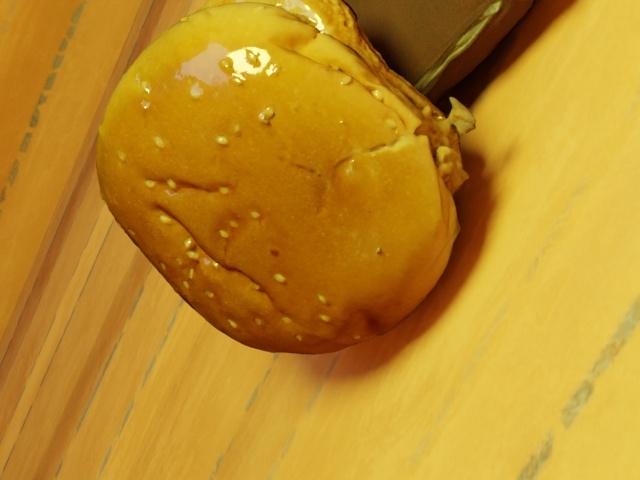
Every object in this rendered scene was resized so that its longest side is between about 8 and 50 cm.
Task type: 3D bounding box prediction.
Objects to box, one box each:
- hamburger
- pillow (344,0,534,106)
[{"bbox_3d":[-0.028,-0.050,0.968,0.314,0.290,0.170,-40,9,46],"label":"hamburger"},{"bbox_3d":[0.091,-0.240,1.046,0.308,0.108,0.305,-45,30,48],"label":"pillow"}]
